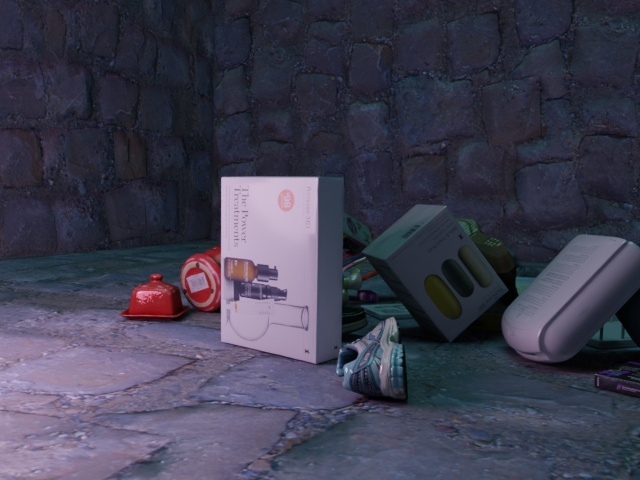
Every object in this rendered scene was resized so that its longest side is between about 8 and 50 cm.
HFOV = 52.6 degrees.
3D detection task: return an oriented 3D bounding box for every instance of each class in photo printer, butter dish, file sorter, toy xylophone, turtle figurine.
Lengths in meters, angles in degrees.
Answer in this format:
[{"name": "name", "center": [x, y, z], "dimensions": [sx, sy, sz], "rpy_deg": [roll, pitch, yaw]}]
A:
[{"name": "photo printer", "center": [0.528, 0.128, 1.387], "dimensions": [0.107, 0.307, 0.256], "rpy_deg": [44, 0, -3]}, {"name": "butter dish", "center": [-0.442, 0.148, 1.741], "dimensions": [0.160, 0.118, 0.160], "rpy_deg": [2, 5, 1]}, {"name": "file sorter", "center": [0.744, 0.159, 1.620], "dimensions": [0.277, 0.173, 0.193], "rpy_deg": [0, 4, -19]}, {"name": "toy xylophone", "center": [0.178, 0.083, 2.096], "dimensions": [0.322, 0.081, 0.236], "rpy_deg": [-25, -5, -6]}, {"name": "turtle figurine", "center": [-0.033, 0.100, 1.916], "dimensions": [0.266, 0.198, 0.274], "rpy_deg": [8, 14, -27]}]

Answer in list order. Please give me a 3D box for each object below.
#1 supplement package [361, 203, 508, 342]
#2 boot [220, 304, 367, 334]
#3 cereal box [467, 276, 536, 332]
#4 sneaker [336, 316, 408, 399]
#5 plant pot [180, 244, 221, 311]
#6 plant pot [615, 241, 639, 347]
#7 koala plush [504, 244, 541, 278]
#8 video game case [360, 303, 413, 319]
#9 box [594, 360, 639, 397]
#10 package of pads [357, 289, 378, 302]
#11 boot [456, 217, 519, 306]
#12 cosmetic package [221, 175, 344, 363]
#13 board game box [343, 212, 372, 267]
[{"name": "supplement package", "center": [0.277, 0.073, 1.598], "dimensions": [0.199, 0.263, 0.198], "rpy_deg": [-40, 11, -7]}, {"name": "boot", "center": [-0.070, 0.084, 1.583], "dimensions": [0.377, 0.284, 0.138], "rpy_deg": [2, 4, 23]}, {"name": "cereal box", "center": [0.495, 0.168, 1.742], "dimensions": [0.173, 0.047, 0.240], "rpy_deg": [3, 25, 21]}, {"name": "sneaker", "center": [0.089, 0.207, 1.187], "dimensions": [0.122, 0.110, 0.283], "rpy_deg": [-2, 4, 3]}, {"name": "plant pot", "center": [-0.293, 0.113, 1.869], "dimensions": [0.191, 0.191, 0.174], "rpy_deg": [4, 14, 33]}, {"name": "plant pot", "center": [0.752, 0.147, 1.329], "dimensions": [0.271, 0.272, 0.255], "rpy_deg": [3, 18, 17]}, {"name": "koala plush", "center": [0.633, 0.127, 2.093], "dimensions": [0.221, 0.203, 0.196], "rpy_deg": [13, 1, -16]}, {"name": "video game case", "center": [0.215, 0.204, 1.870], "dimensions": [0.157, 0.019, 0.143], "rpy_deg": [0, 4, -20]}, {"name": "box", "center": [0.598, 0.257, 1.196], "dimensions": [0.162, 0.029, 0.116], "rpy_deg": [0, 3, -42]}, {"name": "package of pads", "center": [0.153, 0.180, 2.099], "dimensions": [0.050, 0.032, 0.083], "rpy_deg": [-2, 5, -11]}, {"name": "boot", "center": [0.421, 0.061, 1.696], "dimensions": [0.090, 0.207, 0.248], "rpy_deg": [-30, 29, -11]}, {"name": "cosmetic package", "center": [-0.088, 0.051, 1.394], "dimensions": [0.284, 0.377, 0.097], "rpy_deg": [4, 5, 37]}, {"name": "board game box", "center": [0.000, 0.000, 2.043], "dimensions": [0.224, 0.098, 0.303], "rpy_deg": [-29, -30, 24]}]
